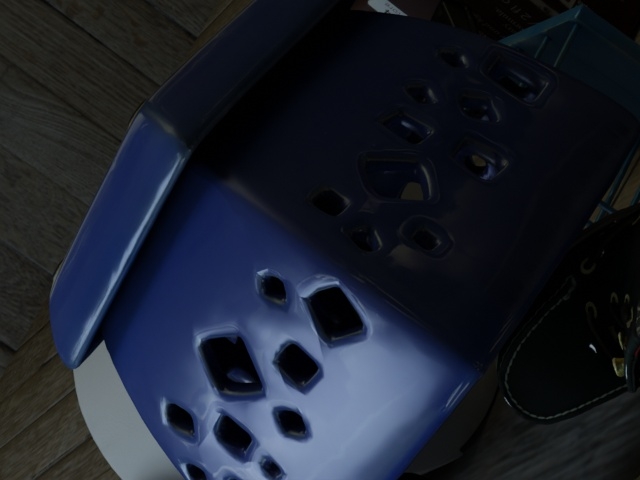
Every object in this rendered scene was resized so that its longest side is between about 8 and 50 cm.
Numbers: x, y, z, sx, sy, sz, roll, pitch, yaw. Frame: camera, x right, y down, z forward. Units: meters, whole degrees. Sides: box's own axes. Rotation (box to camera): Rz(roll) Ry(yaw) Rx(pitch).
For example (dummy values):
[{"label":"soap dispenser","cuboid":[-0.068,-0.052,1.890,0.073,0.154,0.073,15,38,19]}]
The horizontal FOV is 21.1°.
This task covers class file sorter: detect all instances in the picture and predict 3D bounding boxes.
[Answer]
[{"label":"file sorter","cuboid":[0.156,-0.066,1.138,0.104,0.118,0.170,-61,15,-15]}]

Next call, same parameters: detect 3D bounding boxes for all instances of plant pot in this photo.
[{"label":"plant pot","cuboid":[0.000,0.000,0.925,0.236,0.212,0.236,-49,-5,-44]}]

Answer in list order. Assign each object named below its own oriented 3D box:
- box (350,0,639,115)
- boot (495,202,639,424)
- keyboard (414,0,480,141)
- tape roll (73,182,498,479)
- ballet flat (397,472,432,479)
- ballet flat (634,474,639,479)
[{"label":"box","cuboid":[0.153,-0.220,1.393,0.167,0.168,0.203,-62,16,-24]},{"label":"boot","cuboid":[0.161,0.044,0.859,0.236,0.085,0.178,-41,5,30]},{"label":"keyboard","cuboid":[0.051,-0.054,1.381,0.201,0.033,0.317,-106,35,-48]},{"label":"tape roll","cuboid":[-0.023,0.064,1.150,0.169,0.246,0.246,-35,24,51]},{"label":"ballet flat","cuboid":[0.088,0.201,0.811,0.096,0.095,0.280,-37,30,22]},{"label":"ballet flat","cuboid":[0.190,0.101,0.753,0.052,0.057,0.168,-62,16,-15]}]
